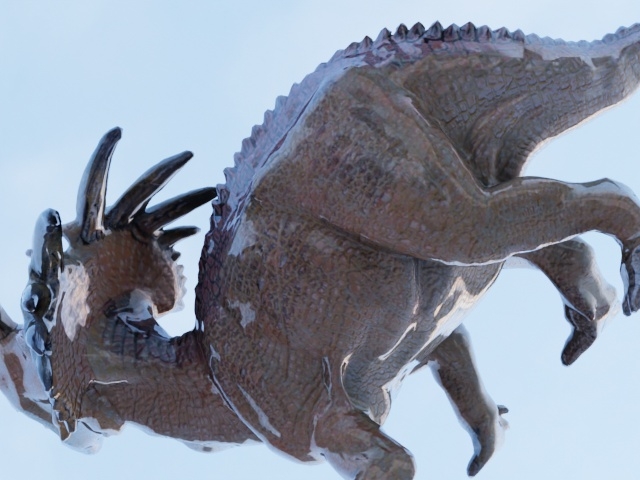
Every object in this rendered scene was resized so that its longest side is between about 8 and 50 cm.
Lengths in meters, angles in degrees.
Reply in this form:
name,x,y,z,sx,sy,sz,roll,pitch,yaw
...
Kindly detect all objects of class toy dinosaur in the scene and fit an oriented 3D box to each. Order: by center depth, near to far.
name,x,y,z,sx,sy,sz,roll,pitch,yaw
toy dinosaur,0.000,0.000,0.629,0.200,0.127,0.295,41,-80,6
